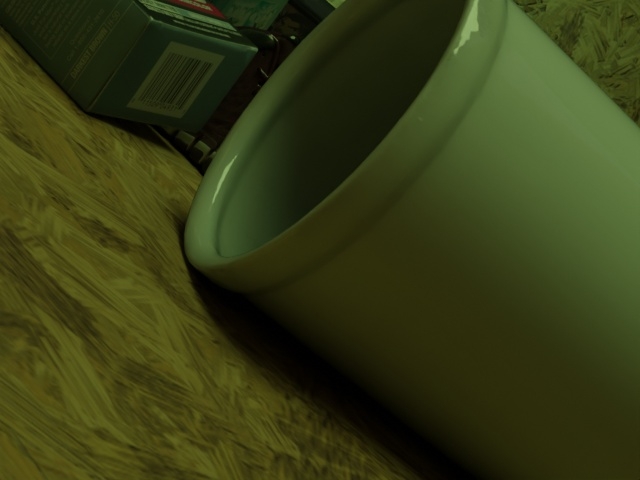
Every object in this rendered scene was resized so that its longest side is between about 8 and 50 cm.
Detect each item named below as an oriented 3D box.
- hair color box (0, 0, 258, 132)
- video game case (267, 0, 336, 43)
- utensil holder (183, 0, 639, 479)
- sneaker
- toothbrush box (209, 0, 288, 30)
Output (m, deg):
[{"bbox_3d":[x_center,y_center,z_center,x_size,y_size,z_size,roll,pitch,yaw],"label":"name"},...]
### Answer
[{"bbox_3d":[-0.253,-0.270,1.663,0.374,0.114,0.185,45,18,24],"label":"hair color box"},{"bbox_3d":[-0.099,-0.253,2.053,0.275,0.248,0.035,37,54,-30],"label":"video game case"},{"bbox_3d":[0.139,0.007,1.391,0.385,0.327,0.327,40,8,-20],"label":"utensil holder"},{"bbox_3d":[-0.049,-0.120,1.715,0.281,0.162,0.106,42,9,8],"label":"sneaker"},{"bbox_3d":[-0.139,-0.318,1.836,0.216,0.295,0.126,45,20,18],"label":"toothbrush box"}]
